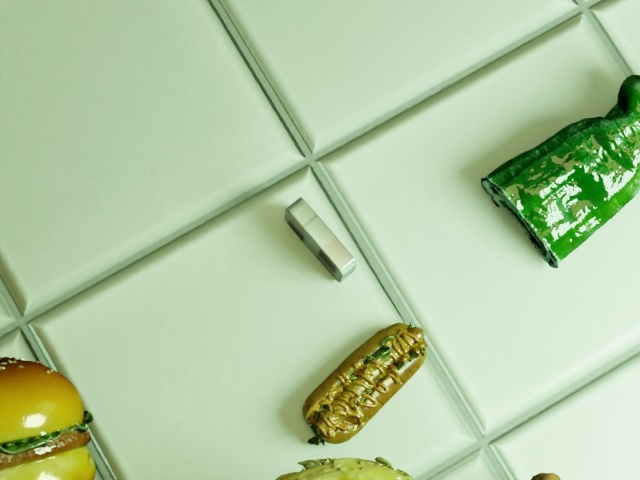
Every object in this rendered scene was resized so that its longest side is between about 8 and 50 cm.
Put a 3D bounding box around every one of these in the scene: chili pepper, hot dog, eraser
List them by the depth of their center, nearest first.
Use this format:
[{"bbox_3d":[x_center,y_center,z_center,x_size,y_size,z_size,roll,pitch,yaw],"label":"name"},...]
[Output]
[{"bbox_3d":[0.051,0.167,1.788,0.072,0.055,0.188,45,78,6],"label":"hot dog"},{"bbox_3d":[0.000,0.000,1.819,0.026,0.065,0.105,-40,81,-9],"label":"eraser"},{"bbox_3d":[0.339,-0.104,1.839,0.270,0.099,0.136,-39,73,-6],"label":"chili pepper"}]

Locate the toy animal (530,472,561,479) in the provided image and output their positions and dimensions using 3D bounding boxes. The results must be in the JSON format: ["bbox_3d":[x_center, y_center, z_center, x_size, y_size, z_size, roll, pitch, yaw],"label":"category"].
[{"bbox_3d":[0.360,0.398,1.679,0.338,0.191,0.216,24,77,3],"label":"toy animal"}]

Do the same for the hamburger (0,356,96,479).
[{"bbox_3d":[-0.366,0.214,1.667,0.246,0.246,0.170,-12,91,-5],"label":"hamburger"}]

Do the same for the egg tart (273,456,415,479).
[{"bbox_3d":[0.033,0.390,1.673,0.315,0.120,0.315,0,87,1],"label":"egg tart"}]
